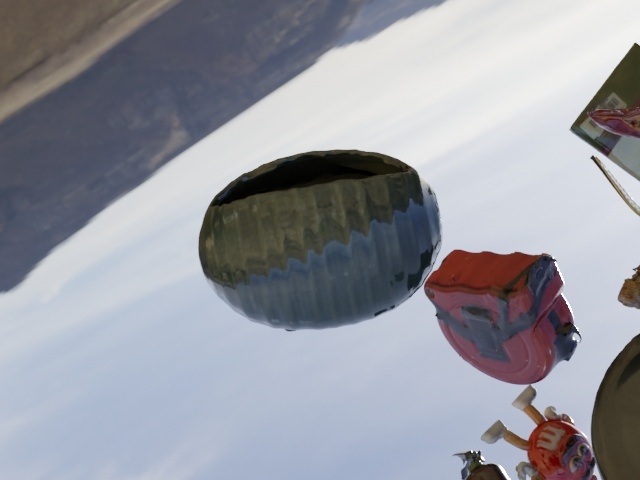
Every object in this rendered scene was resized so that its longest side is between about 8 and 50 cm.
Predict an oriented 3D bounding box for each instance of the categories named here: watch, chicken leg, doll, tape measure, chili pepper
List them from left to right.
[{"bbox_3d":[0.314,0.131,1.788,0.253,0.260,0.114,4,-140,47],"label":"tape measure"},{"bbox_3d":[0.425,0.389,1.953,0.183,0.217,0.085,-41,168,-30],"label":"doll"},{"bbox_3d":[0.411,-0.159,1.424,0.178,0.045,0.027,-1,173,-41],"label":"chili pepper"},{"bbox_3d":[0.735,-0.142,2.329,0.102,0.268,0.165,-3,138,-48],"label":"watch"},{"bbox_3d":[0.651,0.022,1.991,0.251,0.087,0.107,-54,-140,1],"label":"chicken leg"}]

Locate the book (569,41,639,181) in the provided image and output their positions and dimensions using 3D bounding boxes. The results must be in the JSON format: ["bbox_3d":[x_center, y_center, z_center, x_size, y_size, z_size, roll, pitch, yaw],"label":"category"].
[{"bbox_3d":[0.625,-0.197,1.909,0.201,0.289,0.026,-53,-178,6],"label":"book"}]

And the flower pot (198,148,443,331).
[{"bbox_3d":[0.000,0.000,1.043,0.243,0.157,0.189,-6,-157,4],"label":"flower pot"}]

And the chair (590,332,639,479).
[{"bbox_3d":[0.572,0.251,1.418,0.410,0.362,0.365,11,100,-60],"label":"chair"}]

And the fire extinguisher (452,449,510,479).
[{"bbox_3d":[0.270,0.409,1.602,0.071,0.231,0.099,-21,147,-20],"label":"fire extinguisher"}]
